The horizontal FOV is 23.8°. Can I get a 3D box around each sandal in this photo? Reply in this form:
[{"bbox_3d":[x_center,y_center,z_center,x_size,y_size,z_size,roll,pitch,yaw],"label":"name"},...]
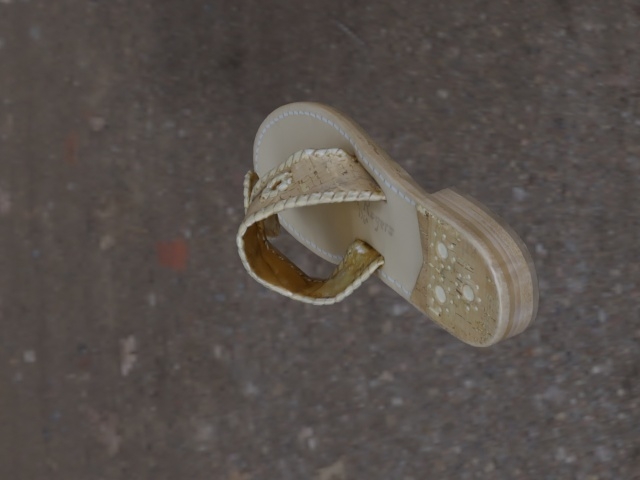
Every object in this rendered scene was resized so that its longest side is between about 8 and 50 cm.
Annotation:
[{"bbox_3d":[0.000,-0.006,0.741,0.240,0.079,0.088,30,131,51],"label":"sandal"}]
